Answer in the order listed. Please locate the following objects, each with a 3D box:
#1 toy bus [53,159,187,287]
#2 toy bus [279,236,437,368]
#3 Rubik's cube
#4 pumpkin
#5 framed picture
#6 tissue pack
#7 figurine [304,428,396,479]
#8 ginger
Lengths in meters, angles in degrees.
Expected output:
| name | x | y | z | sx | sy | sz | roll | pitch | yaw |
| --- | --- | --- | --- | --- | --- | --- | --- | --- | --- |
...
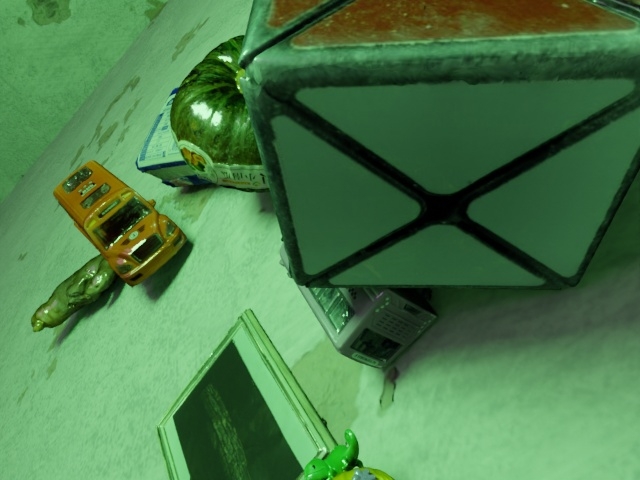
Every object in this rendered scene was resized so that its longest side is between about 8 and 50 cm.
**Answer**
| name | x | y | z | sx | sy | sz | roll | pitch | yaw |
| --- | --- | --- | --- | --- | --- | --- | --- | --- | --- |
| toy bus | -0.398 | -0.043 | 1.053 | 0.143 | 0.153 | 0.329 | -43 | 42 | -15 |
| toy bus | 0.031 | 0.039 | 0.595 | 0.108 | 0.096 | 0.199 | -52 | 38 | 12 |
| Rubik's cube | 0.091 | -0.120 | 0.446 | 0.254 | 0.260 | 0.259 | 0 | 52 | 9 |
| pumpkin | -0.093 | -0.187 | 0.838 | 0.260 | 0.189 | 0.261 | -1 | 63 | 2 |
| framed picture | -0.112 | 0.241 | 0.661 | 0.231 | 0.018 | 0.293 | -53 | 36 | 3 |
| tissue pack | -0.217 | -0.207 | 1.053 | 0.269 | 0.137 | 0.209 | 0 | 62 | 46 |
| figurine | 0.048 | 0.219 | 0.424 | 0.115 | 0.094 | 0.156 | -53 | 38 | 22 |
| ginger | -0.500 | 0.092 | 1.180 | 0.333 | 0.080 | 0.166 | -32 | 31 | 17 |
